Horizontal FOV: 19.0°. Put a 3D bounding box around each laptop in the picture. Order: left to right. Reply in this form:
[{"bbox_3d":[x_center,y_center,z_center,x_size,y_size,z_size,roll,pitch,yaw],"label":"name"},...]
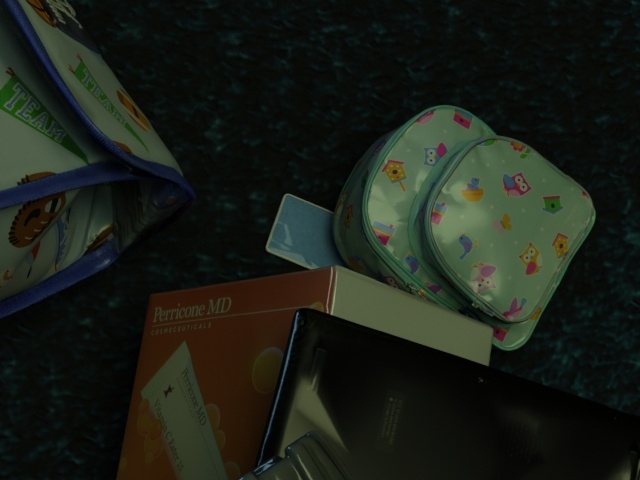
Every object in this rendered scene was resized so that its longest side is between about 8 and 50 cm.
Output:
[{"bbox_3d":[0.101,0.309,1.316,0.408,0.236,0.382,19,68,-10],"label":"laptop"}]

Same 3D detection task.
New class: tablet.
[{"bbox_3d":[0.000,0.000,1.573,0.083,0.006,0.054,22,71,-10],"label":"tablet"}]

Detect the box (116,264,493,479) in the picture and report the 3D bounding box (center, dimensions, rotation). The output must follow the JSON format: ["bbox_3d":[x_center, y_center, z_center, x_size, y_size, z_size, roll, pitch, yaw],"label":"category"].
[{"bbox_3d":[-0.026,0.213,1.372,0.168,0.215,0.345,23,68,-39],"label":"box"}]

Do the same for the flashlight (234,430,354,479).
[{"bbox_3d":[0.039,0.264,1.133,0.103,0.103,0.304,-32,84,4],"label":"flashlight"}]

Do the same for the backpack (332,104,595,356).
[{"bbox_3d":[0.113,-0.014,1.541,0.188,0.144,0.166,35,73,-4],"label":"backpack"}]

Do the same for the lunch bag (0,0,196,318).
[{"bbox_3d":[-0.302,-0.106,1.359,0.385,0.239,0.328,-19,69,-49],"label":"lunch bag"}]
